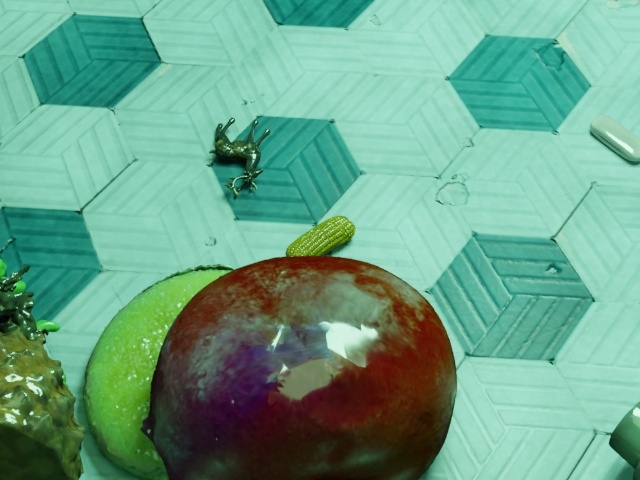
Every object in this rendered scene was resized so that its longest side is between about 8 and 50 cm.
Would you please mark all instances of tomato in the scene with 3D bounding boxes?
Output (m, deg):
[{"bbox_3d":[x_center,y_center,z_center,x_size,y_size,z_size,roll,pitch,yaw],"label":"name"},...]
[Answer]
[{"bbox_3d":[-0.021,0.118,1.173,0.335,0.176,0.289,-8,55,-13],"label":"tomato"}]

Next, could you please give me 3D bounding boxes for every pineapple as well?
[{"bbox_3d":[-0.313,0.115,1.090,0.169,0.169,0.340,-13,34,-9],"label":"pineapple"}]

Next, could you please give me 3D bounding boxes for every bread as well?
[{"bbox_3d":[-0.112,0.146,1.278,0.301,0.045,0.301,2,53,-2],"label":"bread"}]

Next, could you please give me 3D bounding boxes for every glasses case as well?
[{"bbox_3d":[0.387,-0.133,1.495,0.032,0.021,0.083,-35,61,-25],"label":"glasses case"}]

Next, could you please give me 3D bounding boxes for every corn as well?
[{"bbox_3d":[0.000,0.000,1.390,0.092,0.037,0.037,-33,60,-17],"label":"corn"}]

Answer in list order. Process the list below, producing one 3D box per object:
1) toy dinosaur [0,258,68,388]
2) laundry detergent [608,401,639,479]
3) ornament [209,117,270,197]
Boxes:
[{"bbox_3d":[-0.463,0.225,1.165,0.500,0.144,0.374,-30,55,-26],"label":"toy dinosaur"},{"bbox_3d":[0.466,0.292,1.114,0.264,0.124,0.398,-43,62,-11],"label":"laundry detergent"},{"bbox_3d":[-0.107,-0.105,1.471,0.073,0.028,0.125,5,52,3],"label":"ornament"}]
